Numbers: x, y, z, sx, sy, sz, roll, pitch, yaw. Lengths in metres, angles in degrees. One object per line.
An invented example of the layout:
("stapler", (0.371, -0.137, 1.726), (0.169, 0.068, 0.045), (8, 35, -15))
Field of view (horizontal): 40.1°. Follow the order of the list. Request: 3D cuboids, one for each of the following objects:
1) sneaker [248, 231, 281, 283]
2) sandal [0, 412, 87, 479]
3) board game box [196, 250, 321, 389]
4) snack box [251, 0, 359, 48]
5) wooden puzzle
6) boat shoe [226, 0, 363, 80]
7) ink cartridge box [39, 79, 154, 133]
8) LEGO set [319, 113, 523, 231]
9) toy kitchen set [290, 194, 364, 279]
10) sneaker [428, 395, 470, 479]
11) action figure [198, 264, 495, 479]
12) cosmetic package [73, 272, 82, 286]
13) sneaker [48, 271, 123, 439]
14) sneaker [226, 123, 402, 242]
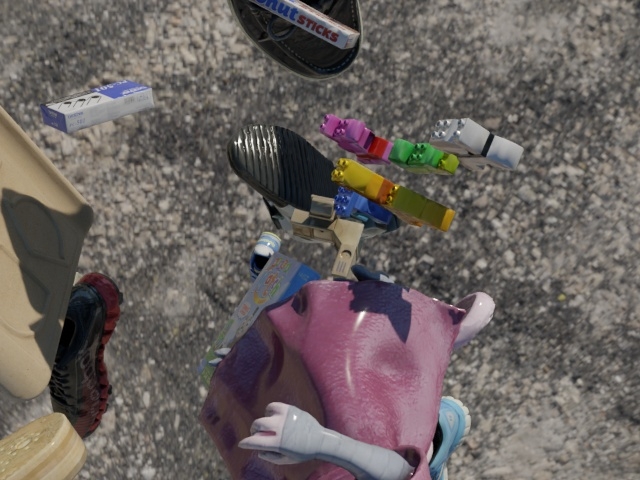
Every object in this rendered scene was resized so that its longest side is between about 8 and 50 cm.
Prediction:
("sneaker", (-0.108, 0.055, 1.621), (0.053, 0.144, 0.059), (12, 38, 11))
("sandal", (-0.229, 0.141, 0.402), (0.240, 0.088, 0.079), (-37, 109, -26))
("board game box", (-0.090, 0.118, 1.224), (0.039, 0.160, 0.211), (35, 85, -16))
("snack box", (-0.042, -0.269, 1.002), (0.178, 0.022, 0.064), (29, 20, 5))
("wooden puzzle", (-0.441, -0.011, 1.111), (0.081, 0.322, 0.347), (-20, 39, 20))
("boat shoe", (-0.039, -0.369, 1.193), (0.187, 0.500, 0.156), (-36, 59, -3))
("ink cartridge box", (-0.456, -0.277, 1.796), (0.097, 0.046, 0.207), (23, 37, 39))
("LEGO set", (0.049, -0.061, 0.735), (0.093, 0.227, 0.087), (27, 83, -27))
("toy kitchen set", (0.000, 0.000, 0.988), (0.083, 0.068, 0.075), (13, 60, 12))
("sneaker", (0.104, 0.245, 0.946), (0.063, 0.073, 0.162), (19, 95, 34))
("action figure", (0.030, 0.211, 0.653), (0.276, 0.248, 0.370), (10, 37, -27))
("cosmetic package", (-0.449, 0.114, 1.533), (0.041, 0.060, 0.115), (8, 75, -1))
("sneaker", (-0.381, 0.186, 1.322), (0.098, 0.276, 0.135), (20, 20, 26))
("sneaker", (-0.034, -0.056, 1.251), (0.331, 0.146, 0.122), (24, 53, -45))
